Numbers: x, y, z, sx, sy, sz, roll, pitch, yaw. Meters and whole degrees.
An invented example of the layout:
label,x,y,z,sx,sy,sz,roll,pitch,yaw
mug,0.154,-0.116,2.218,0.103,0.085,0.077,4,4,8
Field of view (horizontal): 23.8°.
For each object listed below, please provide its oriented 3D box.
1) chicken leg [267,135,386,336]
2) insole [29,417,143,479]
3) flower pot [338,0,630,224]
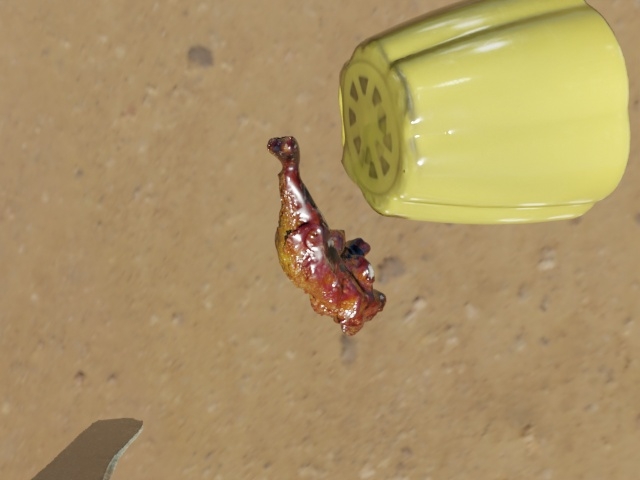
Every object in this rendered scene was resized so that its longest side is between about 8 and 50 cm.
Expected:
label,x,y,z,sx,sy,sz,roll,pitch,yaw
chicken leg,-0.001,0.006,1.261,0.219,0.048,0.089,53,42,-44
insole,-0.169,0.162,1.047,0.063,0.192,0.010,-4,104,13
flower pot,0.117,-0.101,1.186,0.179,0.195,0.195,-10,71,-25
